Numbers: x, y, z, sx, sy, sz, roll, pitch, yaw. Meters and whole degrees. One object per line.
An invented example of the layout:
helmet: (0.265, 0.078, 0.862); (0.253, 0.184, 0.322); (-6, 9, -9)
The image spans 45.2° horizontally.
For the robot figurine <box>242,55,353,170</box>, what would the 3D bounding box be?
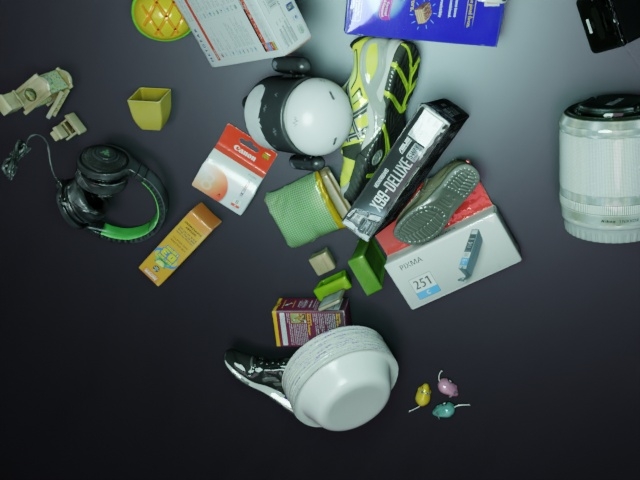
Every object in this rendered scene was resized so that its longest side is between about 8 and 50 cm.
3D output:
robot figurine: (-0.053, -0.276, 1.688); (0.209, 0.278, 0.173); (41, 73, -38)

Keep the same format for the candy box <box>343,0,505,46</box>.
candy box: (0.217, -0.543, 1.562); (0.317, 0.122, 0.268); (6, 112, 0)

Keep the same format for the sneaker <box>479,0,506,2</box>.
sneaker: (0.254, -0.537, 1.448); (0.235, 0.094, 0.153); (6, 111, -2)

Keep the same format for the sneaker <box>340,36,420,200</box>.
sneaker: (0.106, -0.274, 1.731); (0.147, 0.145, 0.384); (29, 118, 28)

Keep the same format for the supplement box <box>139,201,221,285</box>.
supplement box: (-0.358, 0.012, 1.957); (0.078, 0.080, 0.233); (43, 116, -5)

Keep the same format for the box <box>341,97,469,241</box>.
box: (0.189, -0.159, 1.672); (0.076, 0.242, 0.307); (37, 113, 8)

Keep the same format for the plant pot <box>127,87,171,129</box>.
plant pot: (-0.402, -0.310, 1.834); (0.081, 0.081, 0.083); (5, 123, 10)

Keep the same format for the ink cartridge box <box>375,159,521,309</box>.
ink cartridge box: (0.282, -0.008, 1.822); (0.296, 0.066, 0.261); (-28, 105, 21)

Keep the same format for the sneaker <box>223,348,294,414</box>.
sneaker: (-0.117, 0.345, 2.046); (0.283, 0.107, 0.124); (32, 100, -7)

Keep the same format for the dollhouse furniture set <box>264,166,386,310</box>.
dollhouse furniture set: (0.000, 0.000, 1.836); (0.197, 0.151, 0.301); (-26, 105, 20)

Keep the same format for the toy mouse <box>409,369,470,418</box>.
toy mouse: (0.322, 0.417, 2.006); (0.143, 0.031, 0.161); (19, 114, 4)

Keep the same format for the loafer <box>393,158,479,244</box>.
loafer: (0.264, -0.089, 1.761); (0.094, 0.087, 0.251); (36, 116, -20)

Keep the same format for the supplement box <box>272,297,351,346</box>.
supplement box: (-0.020, 0.208, 1.964); (0.188, 0.081, 0.104); (-1, 112, 12)

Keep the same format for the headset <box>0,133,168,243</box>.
headset: (-0.566, -0.119, 1.870); (0.394, 0.185, 0.243); (32, 124, -19)

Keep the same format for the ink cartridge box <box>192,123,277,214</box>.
ink cartridge box: (-0.209, -0.170, 1.870); (0.145, 0.045, 0.179); (32, 117, -3)

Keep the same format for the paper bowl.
paper bowl: (0.059, 0.357, 1.901); (0.284, 0.148, 0.284); (-15, 133, -17)

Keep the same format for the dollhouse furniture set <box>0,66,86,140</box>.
dollhouse furniture set: (-0.642, -0.310, 1.825); (0.101, 0.182, 0.161); (-31, 103, 21)

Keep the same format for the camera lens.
camera lens: (0.613, -0.156, 1.607); (0.219, 0.219, 0.274); (-2, 112, 13)

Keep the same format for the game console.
game console: (0.608, -0.466, 1.595); (0.107, 0.071, 0.122); (-8, 113, 47)

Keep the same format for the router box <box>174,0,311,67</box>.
router box: (-0.204, -0.531, 1.574); (0.301, 0.082, 0.335); (10, 136, 52)

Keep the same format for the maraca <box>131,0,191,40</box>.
maraca: (-0.329, -0.513, 1.728); (0.186, 0.099, 0.127); (-6, 121, -13)
